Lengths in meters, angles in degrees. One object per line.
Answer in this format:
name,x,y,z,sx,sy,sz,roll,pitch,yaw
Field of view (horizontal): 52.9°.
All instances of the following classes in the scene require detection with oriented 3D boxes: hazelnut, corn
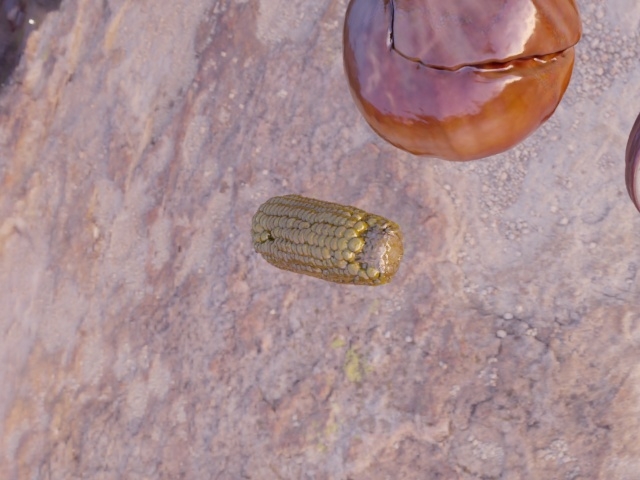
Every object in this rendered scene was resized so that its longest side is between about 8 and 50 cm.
hazelnut,0.109,-0.155,0.495,0.182,0.182,0.182,-8,78,42
corn,0.000,0.000,0.910,0.322,0.119,0.119,17,95,53

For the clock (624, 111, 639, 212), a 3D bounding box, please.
clock,0.536,-0.128,0.792,0.318,0.319,0.080,-46,35,29
